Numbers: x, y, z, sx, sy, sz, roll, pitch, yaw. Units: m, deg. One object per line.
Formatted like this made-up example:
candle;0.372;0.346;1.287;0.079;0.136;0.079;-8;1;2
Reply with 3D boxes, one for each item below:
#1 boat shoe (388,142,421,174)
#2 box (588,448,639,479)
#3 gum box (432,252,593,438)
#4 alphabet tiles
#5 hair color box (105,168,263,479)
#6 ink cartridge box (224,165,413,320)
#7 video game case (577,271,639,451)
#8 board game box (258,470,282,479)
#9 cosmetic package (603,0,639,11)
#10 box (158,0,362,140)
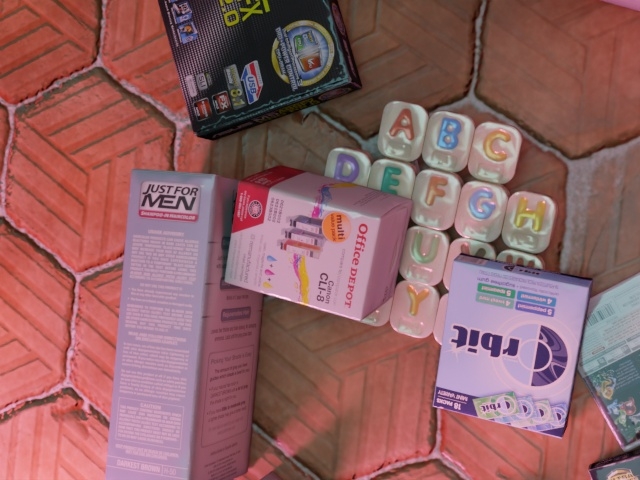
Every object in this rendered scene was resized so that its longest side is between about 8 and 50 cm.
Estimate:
boat shoe;0.097;-0.108;1.337;0.035;0.035;0.100;-17;85;17
box;0.432;0.302;1.219;0.220;0.051;0.175;-22;83;16
gum box;0.220;0.120;1.270;0.157;0.041;0.184;12;107;18
alphabet tiles;0.131;-0.016;1.309;0.284;0.021;0.278;15;104;17
hair color box;-0.155;0.107;1.334;0.113;0.185;0.374;6;91;18
ink cartridge box;0.000;0.000;1.280;0.176;0.127;0.128;15;106;17
video game case;0.388;0.122;1.251;0.190;0.022;0.173;-30;80;14
board game box;-0.158;0.431;1.311;0.097;0.224;0.303;44;101;12
cosmetic package;0.328;-0.428;1.084;0.327;0.394;0.329;21;96;16
box;-0.088;-0.286;1.385;0.216;0.060;0.270;-17;84;17
